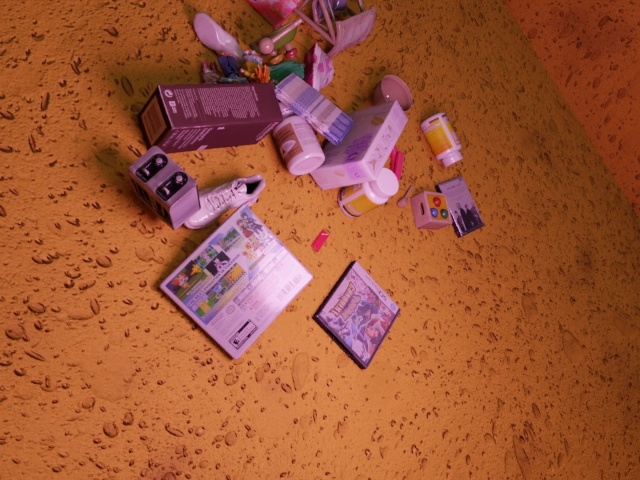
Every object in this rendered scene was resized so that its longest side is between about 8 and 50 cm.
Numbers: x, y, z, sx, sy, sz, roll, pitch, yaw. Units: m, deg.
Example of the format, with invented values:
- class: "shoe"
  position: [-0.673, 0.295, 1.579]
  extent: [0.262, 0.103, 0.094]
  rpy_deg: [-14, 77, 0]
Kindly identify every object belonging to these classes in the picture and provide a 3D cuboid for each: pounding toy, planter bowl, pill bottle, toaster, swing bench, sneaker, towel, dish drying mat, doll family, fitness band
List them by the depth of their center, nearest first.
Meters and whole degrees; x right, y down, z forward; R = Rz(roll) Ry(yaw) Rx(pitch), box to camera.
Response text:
- class: "toaster"
  position: [-0.415, -0.137, 1.490]
  extent: [0.168, 0.186, 0.110]
  rpy_deg: [42, 68, 10]
- class: "sneaker"
  position: [-0.286, -0.127, 1.636]
  extent: [0.292, 0.118, 0.110]
  rpy_deg: [-32, 95, -38]
- class: "doll family"
  position: [-0.256, -0.530, 1.766]
  extent: [0.262, 0.118, 0.163]
  rpy_deg: [-9, 63, -24]
- class: "pill bottle"
  position: [-0.086, -0.346, 1.850]
  extent: [0.131, 0.131, 0.229]
  rpy_deg: [-11, 70, -38]
- class: "sneaker"
  position: [-0.332, -0.676, 1.850]
  extent: [0.212, 0.080, 0.094]
  rpy_deg: [47, 40, -21]
- class: "dish drying mat"
  position: [0.000, 0.000, 1.865]
  extent: [0.032, 0.008, 0.083]
  rpy_deg: [46, 52, -14]
- class: "towel"
  position: [-0.023, -0.449, 1.868]
  extent: [0.285, 0.034, 0.209]
  rpy_deg: [37, 35, -7]
- class: "pounding toy"
  position: [-0.137, -0.666, 1.899]
  extent: [0.182, 0.237, 0.110]
  rpy_deg: [-30, 112, -3]
- class: "pill bottle"
  position: [0.166, -0.166, 1.921]
  extent: [0.119, 0.208, 0.119]
  rpy_deg: [13, 66, -32]
- class: "sneaker"
  position: [-0.003, -0.609, 2.037]
  extent: [0.111, 0.103, 0.253]
  rpy_deg: [22, 61, -26]
- class: "fitness band"
  position: [0.219, -0.314, 2.123]
  extent: [0.208, 0.054, 0.291]
  rpy_deg: [27, 58, -22]
- class: "swing bench"
  position: [0.071, -0.883, 2.157]
  extent: [0.253, 0.165, 0.255]
  rpy_deg: [-41, 99, -39]
- class: "pounding toy"
  position: [0.405, -0.147, 2.163]
  extent: [0.205, 0.094, 0.181]
  rpy_deg: [3, 71, -36]
- class: "planter bowl"
  position: [0.272, -0.564, 2.216]
  extent: [0.162, 0.109, 0.162]
  rpy_deg: [14, 64, -32]
- class: "pill bottle"
  position: [0.518, -0.423, 2.337]
  extent: [0.117, 0.117, 0.215]
  rpy_deg: [-25, 88, -40]

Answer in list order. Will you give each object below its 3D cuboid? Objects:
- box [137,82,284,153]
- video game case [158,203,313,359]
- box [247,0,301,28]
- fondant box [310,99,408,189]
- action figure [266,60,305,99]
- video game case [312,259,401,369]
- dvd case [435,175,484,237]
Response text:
- class: "box"
  position: [-0.323, -0.366, 1.654]
  extent: [0.381, 0.191, 0.143]
  rpy_deg: [-17, 84, -38]
- class: "video game case"
  position: [-0.230, 0.115, 1.561]
  extent: [0.329, 0.036, 0.300]
  rpy_deg: [-46, 103, -15]
- class: "box"
  position: [-0.204, -0.942, 1.987]
  extent: [0.300, 0.154, 0.142]
  rpy_deg: [41, 54, -18]
- class: "fondant box"
  position: [0.135, -0.333, 1.930]
  extent: [0.096, 0.238, 0.330]
  rpy_deg: [51, 51, -32]
- class: "action figure"
  position: [-0.131, -0.579, 1.956]
  extent: [0.232, 0.063, 0.137]
  rpy_deg: [-40, 96, -35]
- class: "video game case"
  position: [0.129, 0.244, 1.848]
  extent: [0.248, 0.035, 0.275]
  rpy_deg: [48, 52, -12]
- class: "dvd case"
  position: [0.592, -0.145, 2.342]
  extent: [0.179, 0.029, 0.239]
  rpy_deg: [-20, 85, -39]
